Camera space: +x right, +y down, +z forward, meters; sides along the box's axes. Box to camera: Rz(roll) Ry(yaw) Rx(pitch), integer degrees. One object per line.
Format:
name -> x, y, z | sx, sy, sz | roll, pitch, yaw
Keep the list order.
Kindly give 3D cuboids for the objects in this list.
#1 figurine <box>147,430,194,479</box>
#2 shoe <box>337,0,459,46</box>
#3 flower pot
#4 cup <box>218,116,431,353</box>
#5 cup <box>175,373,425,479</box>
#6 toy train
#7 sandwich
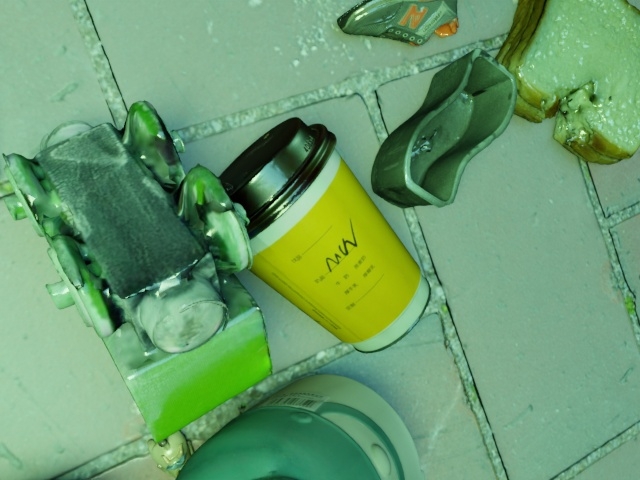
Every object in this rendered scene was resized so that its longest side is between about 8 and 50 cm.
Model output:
figurine -> -0.168, 0.262, 0.722 | 0.047, 0.050, 0.083 | -40, 100, -13
shoe -> 0.117, -0.307, 0.856 | 0.194, 0.074, 0.077 | -22, 100, -23
flower pot -> 0.167, -0.144, 0.845 | 0.103, 0.108, 0.229 | 41, 75, -14
cup -> 0.000, 0.000, 0.737 | 0.279, 0.196, 0.196 | 45, 73, -21
cup -> -0.049, 0.290, 0.652 | 0.289, 0.257, 0.219 | -33, 79, 19
toy train -> -0.176, 0.019, 0.607 | 0.173, 0.249, 0.307 | -28, 52, -21
sandwich -> 0.409, -0.267, 0.952 | 0.273, 0.095, 0.249 | 29, 77, -16
